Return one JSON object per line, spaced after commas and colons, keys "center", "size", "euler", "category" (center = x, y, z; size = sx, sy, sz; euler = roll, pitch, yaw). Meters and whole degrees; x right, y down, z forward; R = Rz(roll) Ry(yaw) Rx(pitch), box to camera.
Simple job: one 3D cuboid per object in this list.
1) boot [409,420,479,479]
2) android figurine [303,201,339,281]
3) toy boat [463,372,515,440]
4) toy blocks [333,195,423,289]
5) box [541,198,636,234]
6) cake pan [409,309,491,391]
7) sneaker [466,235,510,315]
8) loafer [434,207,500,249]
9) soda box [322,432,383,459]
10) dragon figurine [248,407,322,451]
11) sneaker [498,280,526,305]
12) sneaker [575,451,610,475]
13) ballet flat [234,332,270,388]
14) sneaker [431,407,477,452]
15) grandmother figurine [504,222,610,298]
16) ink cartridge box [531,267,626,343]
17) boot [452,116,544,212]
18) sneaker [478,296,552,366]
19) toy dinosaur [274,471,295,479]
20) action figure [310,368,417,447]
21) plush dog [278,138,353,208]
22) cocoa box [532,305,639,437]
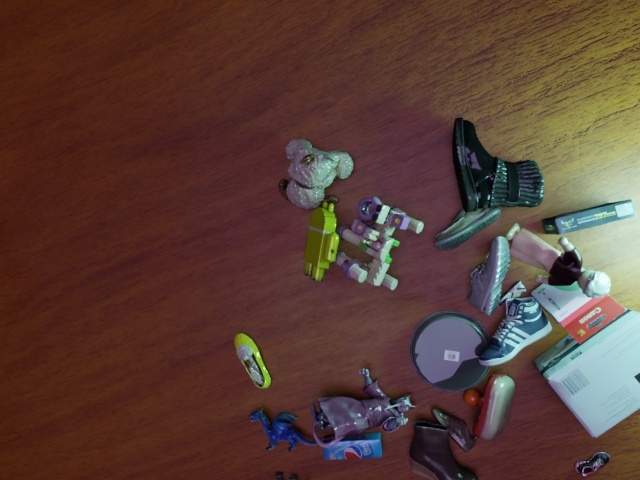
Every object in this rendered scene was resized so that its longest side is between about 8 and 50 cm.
{"center": [0.432, 0.746, 1.781], "size": [0.248, 0.090, 0.207], "euler": [8, 109, 19], "category": "boot"}
{"center": [0.000, 0.000, 1.804], "size": [0.056, 0.248, 0.273], "euler": [10, 93, -20], "category": "android figurine"}
{"center": [0.564, 0.560, 1.765], "size": [0.151, 0.151, 0.231], "euler": [13, 93, 41], "category": "toy boat"}
{"center": [0.138, -0.015, 1.753], "size": [0.260, 0.309, 0.289], "euler": [30, 100, 37], "category": "toy blocks"}
{"center": [0.858, -0.073, 1.659], "size": [0.232, 0.183, 0.059], "euler": [-14, 88, 12], "category": "box"}
{"center": [0.459, 0.395, 1.809], "size": [0.293, 0.054, 0.293], "euler": [0, 91, 11], "category": "cake pan"}
{"center": [0.555, 0.114, 1.728], "size": [0.115, 0.105, 0.281], "euler": [23, 117, 35], "category": "sneaker"}
{"center": [0.499, -0.056, 1.787], "size": [0.251, 0.094, 0.087], "euler": [-31, 61, 1], "category": "loafer"}
{"center": [0.118, 0.749, 1.870], "size": [0.210, 0.071, 0.067], "euler": [-8, 89, 11], "category": "soda box"}
{"center": [-0.134, 0.698, 1.911], "size": [0.289, 0.085, 0.144], "euler": [-2, 91, 12], "category": "dragon figurine"}
{"center": [0.662, 0.190, 1.774], "size": [0.109, 0.040, 0.044], "euler": [-44, 86, 9], "category": "sneaker"}
{"center": [0.920, 0.756, 1.724], "size": [0.119, 0.057, 0.047], "euler": [-33, 83, 8], "category": "sneaker"}
{"center": [-0.261, 0.457, 1.936], "size": [0.077, 0.077, 0.231], "euler": [-31, 85, 10], "category": "ballet flat"}
{"center": [0.472, 0.654, 1.815], "size": [0.071, 0.066, 0.188], "euler": [-41, 86, -11], "category": "sneaker"}
{"center": [0.761, 0.070, 1.654], "size": [0.342, 0.208, 0.104], "euler": [35, 63, 26], "category": "grandmother figurine"}
{"center": [0.829, 0.196, 1.666], "size": [0.181, 0.225, 0.056], "euler": [-40, 126, 8], "category": "ink cartridge box"}
{"center": [0.591, -0.264, 1.733], "size": [0.260, 0.131, 0.348], "euler": [-9, 81, 5], "category": "boot"}
{"center": [0.627, 0.294, 1.716], "size": [0.282, 0.099, 0.153], "euler": [-28, 101, -10], "category": "sneaker"}
{"center": [-0.117, 0.969, 1.914], "size": [0.313, 0.121, 0.160], "euler": [-2, 102, 6], "category": "toy dinosaur"}
{"center": [0.167, 0.623, 1.801], "size": [0.370, 0.248, 0.276], "euler": [-5, 125, -13], "category": "action figure"}
{"center": [-0.037, -0.217, 1.842], "size": [0.262, 0.210, 0.226], "euler": [18, 117, 10], "category": "plush dog"}
{"center": [0.905, 0.402, 1.634], "size": [0.347, 0.228, 0.231], "euler": [-40, 85, 9], "category": "cocoa box"}
